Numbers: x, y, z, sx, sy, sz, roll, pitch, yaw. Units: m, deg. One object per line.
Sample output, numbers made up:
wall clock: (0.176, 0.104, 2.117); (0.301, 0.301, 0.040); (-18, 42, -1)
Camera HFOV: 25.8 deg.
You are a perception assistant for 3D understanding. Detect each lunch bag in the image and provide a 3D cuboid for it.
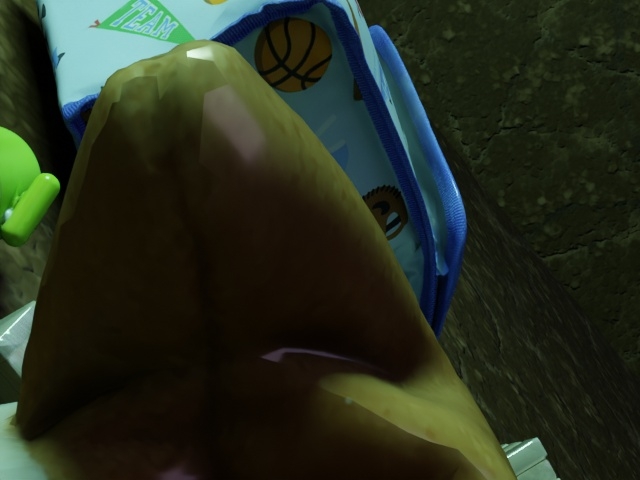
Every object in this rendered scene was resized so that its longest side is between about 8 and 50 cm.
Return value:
lunch bag: (-0.040, -0.084, 1.085); (0.328, 0.239, 0.385); (-110, 175, -50)

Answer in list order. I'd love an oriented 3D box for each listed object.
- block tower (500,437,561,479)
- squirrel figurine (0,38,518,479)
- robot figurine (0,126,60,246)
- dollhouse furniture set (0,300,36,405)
block tower: (0.187, 0.305, 1.050); (0.335, 0.097, 0.091); (60, -16, 5)
squirrel figurine: (-0.012, 0.226, 0.300); (0.397, 0.281, 0.370); (52, 9, -31)
robot figurine: (-0.194, -0.029, 0.755); (0.101, 0.067, 0.115); (28, 11, 9)
dollhouse furniture set: (-0.067, 0.084, 0.684); (0.183, 0.129, 0.129); (52, 42, -13)
